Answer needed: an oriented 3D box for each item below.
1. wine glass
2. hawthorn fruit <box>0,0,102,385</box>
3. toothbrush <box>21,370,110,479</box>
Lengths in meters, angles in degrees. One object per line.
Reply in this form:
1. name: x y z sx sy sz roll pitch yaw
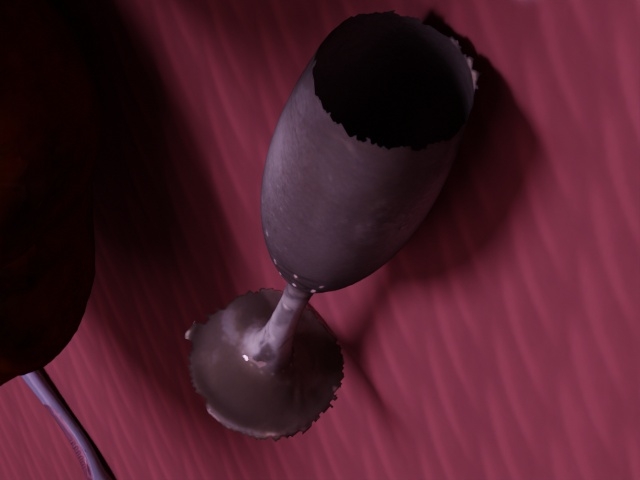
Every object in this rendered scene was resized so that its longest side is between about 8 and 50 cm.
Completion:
1. wine glass: 0.000 0.000 0.677 0.066 0.066 0.198 50 152 15
2. hawthorn fruit: -0.208 -0.045 0.829 0.261 0.224 0.224 53 155 38
3. toothbrush: -0.128 0.111 1.049 0.193 0.019 0.013 58 153 4
